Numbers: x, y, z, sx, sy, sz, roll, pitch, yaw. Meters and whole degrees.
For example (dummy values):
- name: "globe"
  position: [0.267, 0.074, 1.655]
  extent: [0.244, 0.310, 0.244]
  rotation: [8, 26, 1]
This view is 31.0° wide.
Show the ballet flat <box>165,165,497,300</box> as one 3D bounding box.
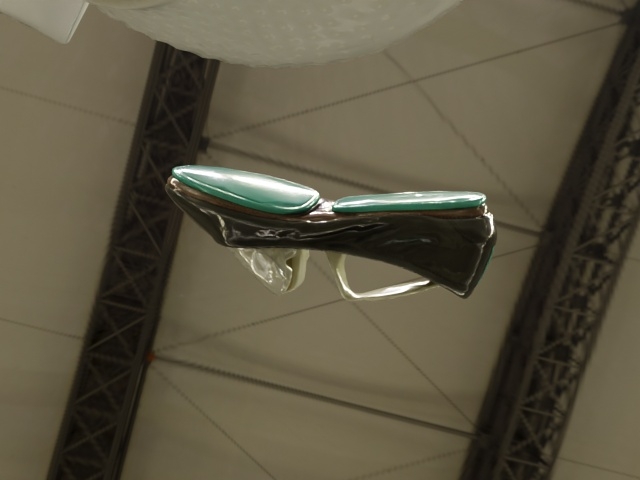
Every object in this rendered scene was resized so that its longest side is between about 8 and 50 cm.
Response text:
- name: "ballet flat"
  position: [0.000, 0.000, 0.930]
  extent: [0.280, 0.095, 0.096]
  rotation: [7, -76, 21]

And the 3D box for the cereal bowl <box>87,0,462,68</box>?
- name: "cereal bowl"
  position: [-0.073, -0.199, 0.462]
  extent: [0.339, 0.339, 0.141]
  rotation: [40, -118, -4]

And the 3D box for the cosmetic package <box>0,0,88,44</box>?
- name: "cosmetic package"
  position: [-0.239, -0.308, 0.865]
  extent: [0.224, 0.138, 0.224]
  rotation: [26, -127, -16]
